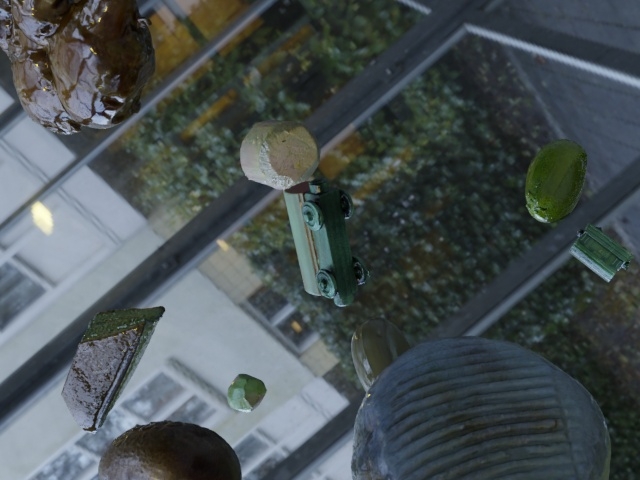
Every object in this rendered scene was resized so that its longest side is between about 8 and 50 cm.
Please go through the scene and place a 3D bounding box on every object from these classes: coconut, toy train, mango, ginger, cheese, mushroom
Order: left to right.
[{"bbox_3d":[-0.382,-0.301,1.273,0.357,0.152,0.274,2,125,46],"label":"ginger"},{"bbox_3d":[-0.261,0.400,1.460,0.253,0.253,0.153,48,-139,-57],"label":"mushroom"},{"bbox_3d":[-0.166,0.338,1.830,0.081,0.082,0.083,3,129,48],"label":"coconut"},{"bbox_3d":[-0.070,-0.139,1.350,0.116,0.116,0.122,49,164,-22],"label":"coconut"},{"bbox_3d":[0.000,0.000,1.769,0.177,0.116,0.285,15,124,53],"label":"toy train"},{"bbox_3d":[0.137,0.268,1.794,0.175,0.091,0.202,48,-154,-30],"label":"cheese"},{"bbox_3d":[0.324,-0.083,1.162,0.074,0.165,0.091,-1,120,39],"label":"mango"},{"bbox_3d":[0.430,0.019,1.275,0.093,0.056,0.038,41,161,18],"label":"toy train"}]

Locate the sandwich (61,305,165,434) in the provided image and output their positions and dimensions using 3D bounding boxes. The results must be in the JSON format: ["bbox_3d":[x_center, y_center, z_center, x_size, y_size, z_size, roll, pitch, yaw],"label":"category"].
[{"bbox_3d":[-0.324,0.184,1.244,0.096,0.258,0.094,26,-151,-6],"label":"sandwich"}]

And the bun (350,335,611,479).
[{"bbox_3d":[0.214,0.304,1.137,0.362,0.361,0.211,50,153,45],"label":"bun"}]
